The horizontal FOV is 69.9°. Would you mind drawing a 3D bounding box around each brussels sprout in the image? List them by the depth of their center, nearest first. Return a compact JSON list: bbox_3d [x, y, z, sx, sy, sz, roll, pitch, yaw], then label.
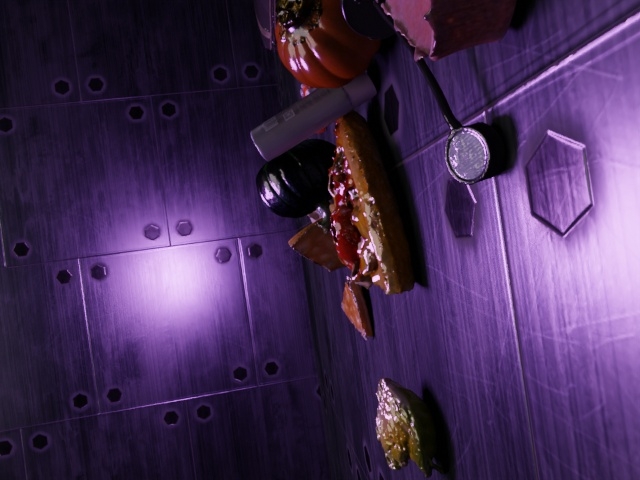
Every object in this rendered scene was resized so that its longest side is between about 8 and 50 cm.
[{"bbox_3d":[0.166,0.351,0.865,0.139,0.101,0.180,113,151,-55],"label":"brussels sprout"}]

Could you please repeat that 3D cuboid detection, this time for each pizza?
[{"bbox_3d":[0.075,-0.027,1.027,0.406,0.130,0.439,101,160,-60],"label":"pizza"},{"bbox_3d":[0.006,0.004,1.322,0.080,0.204,0.188,-125,21,-51],"label":"pizza"},{"bbox_3d":[0.101,0.190,1.324,0.195,0.053,0.184,156,99,-77],"label":"pizza"}]

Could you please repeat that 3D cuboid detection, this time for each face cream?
[{"bbox_3d":[-0.016,-0.267,0.956,0.073,0.269,0.107,53,-170,-40],"label":"face cream"}]

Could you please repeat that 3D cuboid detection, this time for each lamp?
[{"bbox_3d":[0.150,-0.236,0.598,0.371,0.109,0.130,59,148,33],"label":"lamp"},{"bbox_3d":[0.015,-0.391,0.836,0.223,0.197,0.223,-5,83,46],"label":"lamp"}]

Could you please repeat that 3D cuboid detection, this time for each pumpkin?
[{"bbox_3d":[-0.029,-0.133,1.200,0.248,0.248,0.247,172,90,-82],"label":"pumpkin"}]

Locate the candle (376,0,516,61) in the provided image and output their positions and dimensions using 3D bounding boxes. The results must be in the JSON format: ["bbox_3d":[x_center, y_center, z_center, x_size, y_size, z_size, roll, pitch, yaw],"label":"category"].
[{"bbox_3d":[0.120,-0.328,0.435,0.317,0.132,0.286,-67,-36,-86],"label":"candle"}]

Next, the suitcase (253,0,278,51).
[{"bbox_3d":[-0.104,-0.779,1.347,0.434,0.194,0.282,106,155,-68],"label":"suitcase"}]

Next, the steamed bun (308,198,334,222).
[{"bbox_3d":[-0.002,-0.129,1.405,0.218,0.145,0.210,129,133,-80],"label":"steamed bun"}]

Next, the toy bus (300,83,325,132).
[{"bbox_3d":[-0.020,-0.436,1.505,0.174,0.079,0.077,91,160,-45],"label":"toy bus"}]
